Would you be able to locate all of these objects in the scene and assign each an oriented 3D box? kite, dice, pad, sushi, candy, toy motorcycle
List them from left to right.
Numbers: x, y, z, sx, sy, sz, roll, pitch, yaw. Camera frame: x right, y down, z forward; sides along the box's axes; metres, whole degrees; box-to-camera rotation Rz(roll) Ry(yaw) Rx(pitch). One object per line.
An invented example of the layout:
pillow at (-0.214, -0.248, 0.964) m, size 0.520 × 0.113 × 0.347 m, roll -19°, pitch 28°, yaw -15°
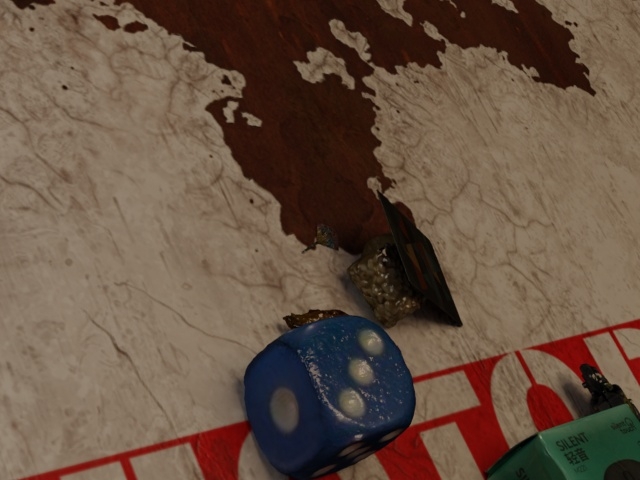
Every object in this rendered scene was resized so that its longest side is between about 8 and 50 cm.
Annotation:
sushi at (0.000, 0.105, 1.374) m, size 0.099 × 0.047 × 0.050 m, roll 16°, pitch 84°, yaw -41°
kite at (0.005, 0.004, 1.488) m, size 0.044 × 0.002 × 0.078 m, roll 37°, pitch 41°, yaw -10°
dice at (0.008, 0.172, 1.254) m, size 0.146 × 0.143 × 0.146 m, roll -10°, pitch 66°, yaw -40°
candy at (0.088, 0.050, 1.461) m, size 0.110 × 0.085 × 0.095 m, roll 56°, pitch 39°, yaw -1°
pad at (0.133, 0.026, 1.495) m, size 0.211 × 0.003 × 0.142 m, roll 36°, pitch 31°, yaw -59°
toy motorcycle at (0.422, 0.258, 1.567) m, size 0.124 × 0.061 × 0.193 m, roll 43°, pitch 14°, yaw -53°

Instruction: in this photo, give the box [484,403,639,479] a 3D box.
box at (0.375, 0.365, 1.388) m, size 0.205 × 0.118 × 0.311 m, roll -4°, pitch 52°, yaw -43°
